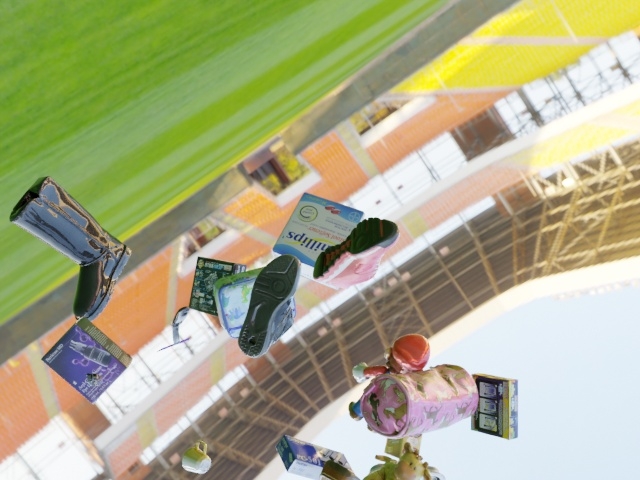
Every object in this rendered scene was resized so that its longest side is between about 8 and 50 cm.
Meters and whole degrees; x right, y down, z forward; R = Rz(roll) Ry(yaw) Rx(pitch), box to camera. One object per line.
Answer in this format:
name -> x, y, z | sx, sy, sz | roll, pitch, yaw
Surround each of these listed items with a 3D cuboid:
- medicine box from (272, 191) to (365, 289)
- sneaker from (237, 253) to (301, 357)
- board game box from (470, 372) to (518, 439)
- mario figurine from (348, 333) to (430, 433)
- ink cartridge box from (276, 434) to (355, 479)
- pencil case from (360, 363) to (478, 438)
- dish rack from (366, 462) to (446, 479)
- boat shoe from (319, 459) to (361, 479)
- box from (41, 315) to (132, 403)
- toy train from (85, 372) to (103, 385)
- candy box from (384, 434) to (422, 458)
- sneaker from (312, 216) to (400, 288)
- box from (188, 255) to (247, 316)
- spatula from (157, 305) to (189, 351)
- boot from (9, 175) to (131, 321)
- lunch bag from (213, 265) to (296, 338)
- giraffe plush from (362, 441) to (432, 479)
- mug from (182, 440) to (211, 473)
medicine box -> 0.000, 0.000, 2.553 | 0.149, 0.263, 0.289 | 81, 32, -60
sneaker -> -0.094, 0.127, 1.405 | 0.130, 0.087, 0.227 | -25, 136, -73
board game box -> 0.509, 0.483, 1.959 | 0.048, 0.170, 0.141 | 2, 178, -38
mario figurine -> 0.226, 0.420, 2.028 | 0.320, 0.198, 0.170 | -56, -152, 11
ink cartridge box -> -0.010, 0.575, 1.732 | 0.046, 0.207, 0.097 | -57, -149, 10
pencil case -> 0.272, 0.424, 1.793 | 0.167, 0.160, 0.386 | 8, -178, 39
dish rack -> 0.291, 0.926, 2.440 | 0.286, 0.333, 0.072 | 3, -148, -3
boat shoe -> 0.052, 0.620, 1.481 | 0.122, 0.324, 0.120 | 17, -133, 36
box -> -0.696, 0.356, 2.001 | 0.153, 0.207, 0.108 | -47, -171, 1
toy train -> -0.606, 0.372, 1.794 | 0.036, 0.027, 0.158 | -8, 167, -17
candy box -> 0.353, 0.725, 2.720 | 0.183, 0.087, 0.316 | 144, -40, -73
sneaker -> 0.121, 0.042, 1.833 | 0.314, 0.136, 0.116 | -33, -143, 40
box -> -0.329, 0.148, 2.113 | 0.051, 0.175, 0.220 | 12, 176, -42
spatula -> -0.356, 0.223, 1.653 | 0.084, 0.030, 0.296 | -19, 158, -27
boot -> -0.925, 0.036, 2.412 | 0.146, 0.445, 0.367 | -9, -132, 28
lunch bag -> -0.180, 0.172, 1.880 | 0.219, 0.176, 0.090 | -14, -162, -19
giraffe plush -> 0.259, 0.739, 2.100 | 0.170, 0.181, 0.210 | -47, -174, 37
mug -> -0.325, 0.580, 1.770 | 0.064, 0.078, 0.062 | 3, -159, 46
